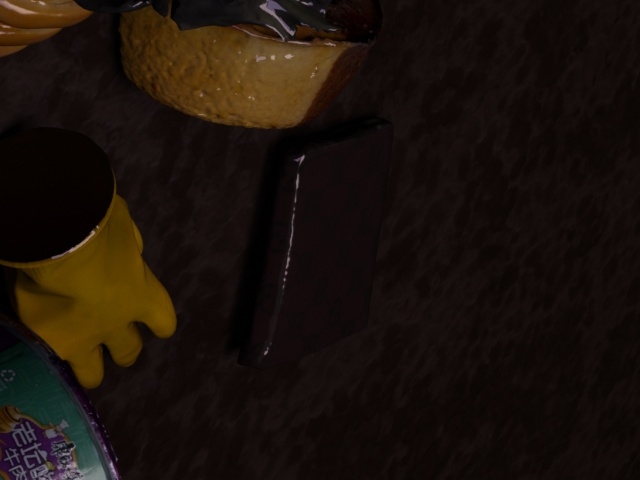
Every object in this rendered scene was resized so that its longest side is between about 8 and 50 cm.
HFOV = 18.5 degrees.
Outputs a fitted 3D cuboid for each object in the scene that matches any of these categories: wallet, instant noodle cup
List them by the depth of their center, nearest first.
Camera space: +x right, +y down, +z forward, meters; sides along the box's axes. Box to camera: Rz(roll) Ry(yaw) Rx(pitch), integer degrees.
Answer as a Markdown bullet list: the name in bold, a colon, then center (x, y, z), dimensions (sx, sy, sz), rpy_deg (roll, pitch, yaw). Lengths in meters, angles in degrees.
- **instant noodle cup**: center (-0.283, 0.196, 1.412), dimensions (0.190, 0.251, 0.251), rpy_deg (-24, 132, -36)
- **wallet**: center (0.000, 0.000, 1.866), dimensions (0.182, 0.049, 0.229), rpy_deg (-19, 126, -50)

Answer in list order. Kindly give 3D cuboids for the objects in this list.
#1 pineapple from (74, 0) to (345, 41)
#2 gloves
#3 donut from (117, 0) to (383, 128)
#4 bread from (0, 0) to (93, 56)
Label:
- **pineapple**: center (-0.122, -0.255, 1.181), dimensions (0.223, 0.223, 0.357), rpy_deg (-34, 98, -40)
- **gloves**: center (-0.194, 0.039, 1.573), dimensions (0.133, 0.116, 0.294), rpy_deg (-26, 150, -7)
- **donut**: center (-0.035, -0.155, 1.605), dimensions (0.295, 0.151, 0.112), rpy_deg (-16, 136, -52)
- **bread**: center (-0.206, -0.177, 1.327), dimensions (0.119, 0.177, 0.084), rpy_deg (-9, 83, -48)
